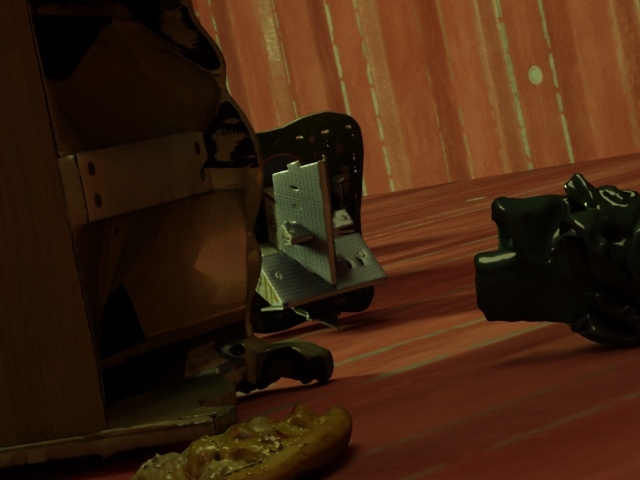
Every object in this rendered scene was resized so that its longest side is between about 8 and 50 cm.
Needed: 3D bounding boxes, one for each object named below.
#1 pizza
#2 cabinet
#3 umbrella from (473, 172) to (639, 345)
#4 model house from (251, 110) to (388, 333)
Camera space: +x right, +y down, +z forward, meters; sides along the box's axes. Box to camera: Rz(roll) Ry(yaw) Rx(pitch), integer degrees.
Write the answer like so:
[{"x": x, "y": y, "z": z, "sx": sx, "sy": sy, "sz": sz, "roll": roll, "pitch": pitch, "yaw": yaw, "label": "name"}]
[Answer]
[{"x": -0.045, "y": 0.095, "z": 0.788, "sx": 0.108, "sy": 0.026, "sz": 0.123, "roll": -13, "pitch": 3, "yaw": 24, "label": "pizza"}, {"x": -0.190, "y": -0.021, "z": 0.999, "sx": 0.318, "sy": 0.290, "sz": 0.227, "roll": -10, "pitch": 3, "yaw": 16, "label": "cabinet"}, {"x": 0.235, "y": -0.003, "z": 0.903, "sx": 0.143, "sy": 0.094, "sz": 0.348, "roll": -20, "pitch": 10, "yaw": -40, "label": "umbrella"}, {"x": 0.000, "y": 0.000, "z": 1.322, "sx": 0.117, "sy": 0.167, "sz": 0.088, "roll": -12, "pitch": 22, "yaw": -21, "label": "model house"}]
